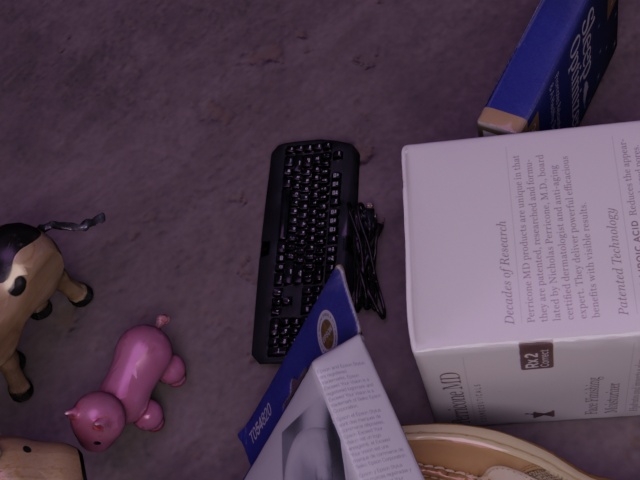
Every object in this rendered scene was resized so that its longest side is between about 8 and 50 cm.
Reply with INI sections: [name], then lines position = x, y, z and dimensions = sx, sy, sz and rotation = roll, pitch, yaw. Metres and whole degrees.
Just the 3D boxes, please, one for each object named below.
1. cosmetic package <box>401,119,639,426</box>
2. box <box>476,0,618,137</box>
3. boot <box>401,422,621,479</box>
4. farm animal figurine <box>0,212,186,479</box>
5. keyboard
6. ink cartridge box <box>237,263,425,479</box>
[cosmetic package]
position = 0.154, 0.026, 0.788
dimensions = 0.183, 0.151, 0.152
rotation = -6, 62, 9
[box]
position = 0.179, -0.134, 0.876
dimensions = 0.036, 0.136, 0.225
rotation = 19, 68, 21
[boot]
position = 0.110, 0.218, 0.678
dimensions = 0.261, 0.095, 0.203
rotation = 17, 37, 9
[farm animal figurine]
position = -0.229, 0.159, 0.782
dimensions = 0.326, 0.172, 0.330
rotation = -32, 61, -6
[keyboard]
position = 0.000, 0.000, 0.899
dimensions = 0.100, 0.038, 0.192
rotation = -2, 63, 10
[ink cartridge box]
position = -0.005, 0.166, 0.713
dimensions = 0.045, 0.223, 0.224
rotation = -5, 55, -26
